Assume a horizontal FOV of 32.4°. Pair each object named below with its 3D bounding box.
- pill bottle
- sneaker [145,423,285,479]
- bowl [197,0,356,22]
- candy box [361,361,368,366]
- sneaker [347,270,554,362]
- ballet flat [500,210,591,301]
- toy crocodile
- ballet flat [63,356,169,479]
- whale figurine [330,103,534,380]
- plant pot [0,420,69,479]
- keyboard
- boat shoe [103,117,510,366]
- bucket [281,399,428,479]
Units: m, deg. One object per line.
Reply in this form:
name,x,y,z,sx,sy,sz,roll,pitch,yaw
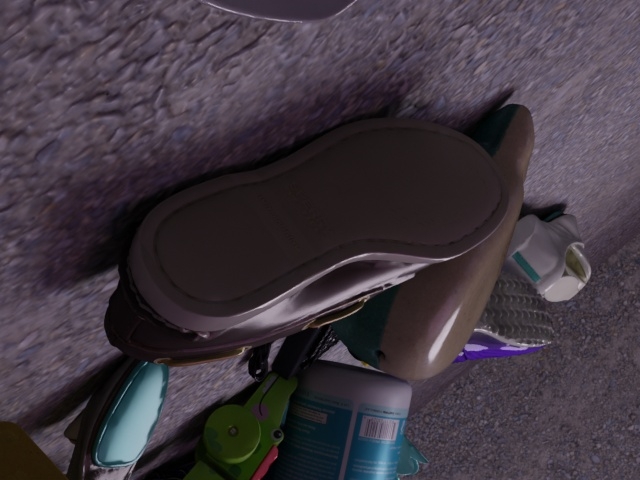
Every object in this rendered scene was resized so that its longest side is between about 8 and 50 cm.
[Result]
pill bottle,0.017,0.285,1.342,0.146,0.146,0.264,22,80,-74
sneaker,-0.149,0.332,1.355,0.330,0.129,0.147,-32,167,-23
bowl,0.004,-0.152,0.417,0.142,0.053,0.142,-46,164,23
candy box,0.147,0.106,1.593,0.206,0.027,0.105,-42,168,14
sneaker,0.159,0.113,1.417,0.293,0.102,0.146,3,153,-31
ballet flat,0.332,0.035,1.627,0.139,0.139,0.400,-43,165,16
toy crocodile,-0.126,0.286,1.232,0.340,0.105,0.115,-50,174,-33
ballet flat,-0.184,0.181,0.880,0.072,0.068,0.213,23,81,-58
whale figurine,0.096,-0.012,0.968,0.272,0.141,0.216,-58,162,-29
plant pot,-0.250,0.251,0.751,0.212,0.212,0.187,-18,143,-54
keyboard,0.005,0.074,1.147,0.202,0.033,0.317,-31,163,-28
boat shoe,0.000,0.000,0.753,0.324,0.116,0.096,-21,162,-40
bucket,-0.001,0.333,1.606,0.281,0.183,0.281,-36,165,-11
